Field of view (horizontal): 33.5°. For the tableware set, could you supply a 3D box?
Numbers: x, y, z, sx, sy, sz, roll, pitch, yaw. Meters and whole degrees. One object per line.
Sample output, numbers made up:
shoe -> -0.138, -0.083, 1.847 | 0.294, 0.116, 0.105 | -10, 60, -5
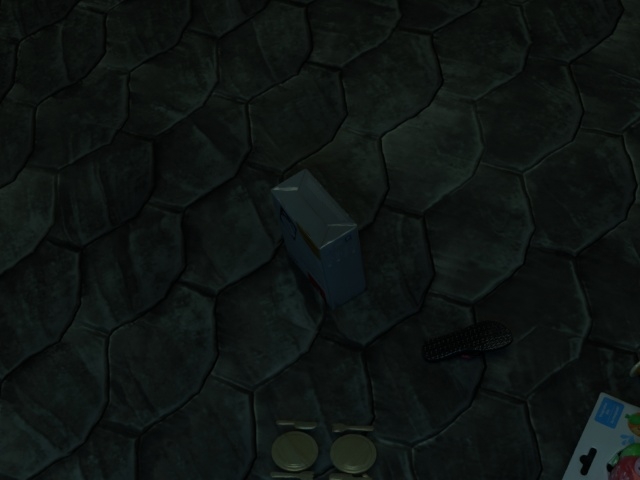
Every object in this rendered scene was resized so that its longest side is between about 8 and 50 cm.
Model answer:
tableware set -> 0.006, 0.400, 1.965 | 0.194, 0.039, 0.128 | 3, 45, 3

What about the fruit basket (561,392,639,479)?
fruit basket -> 0.584, 0.423, 1.746 | 0.353, 0.165, 0.327 | 26, 49, 15

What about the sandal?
sandal -> 0.286, 0.202, 2.062 | 0.179, 0.040, 0.067 | -15, 48, 16

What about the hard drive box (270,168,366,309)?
hard drive box -> 0.000, 0.000, 2.118 | 0.089, 0.232, 0.181 | -32, 57, -12

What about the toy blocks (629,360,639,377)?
toy blocks -> 0.663, 0.264, 1.948 | 0.123, 0.054, 0.148 | -32, 57, -12
